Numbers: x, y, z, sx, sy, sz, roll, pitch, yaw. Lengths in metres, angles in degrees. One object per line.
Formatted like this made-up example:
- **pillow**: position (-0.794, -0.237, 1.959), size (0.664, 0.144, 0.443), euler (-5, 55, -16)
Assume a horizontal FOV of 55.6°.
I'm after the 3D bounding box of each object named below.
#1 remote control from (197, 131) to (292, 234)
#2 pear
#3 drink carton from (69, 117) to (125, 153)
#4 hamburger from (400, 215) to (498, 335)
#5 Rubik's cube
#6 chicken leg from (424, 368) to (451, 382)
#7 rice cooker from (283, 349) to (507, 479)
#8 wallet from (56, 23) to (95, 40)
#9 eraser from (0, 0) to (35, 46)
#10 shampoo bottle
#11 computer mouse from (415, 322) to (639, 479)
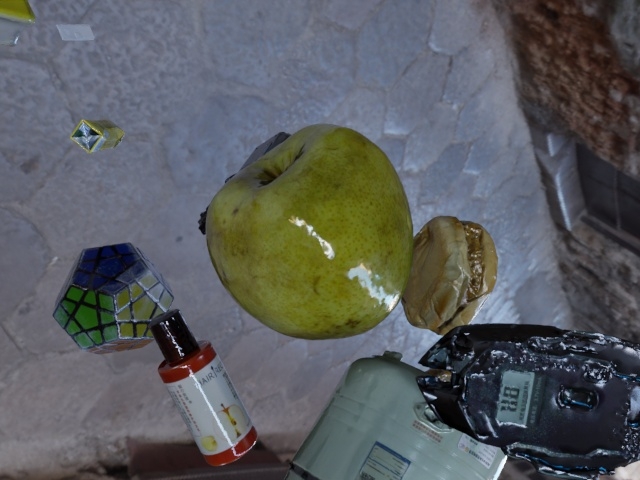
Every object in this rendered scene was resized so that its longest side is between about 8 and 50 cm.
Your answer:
- **remote control**: position (-0.155, -0.137, 1.340), size (0.145, 0.062, 0.398), euler (-28, -160, 27)
- **pear**: position (0.000, 0.000, 0.877), size (0.304, 0.304, 0.303), euler (-33, 146, -26)
- **drink carton**: position (-0.568, -0.276, 1.588), size (0.074, 0.084, 0.200), euler (-52, -175, 14)
- **hamburger**: position (0.219, 0.057, 1.073), size (0.108, 0.213, 0.213), euler (17, 115, -21)
- **Rubik's cube**: position (-0.556, 0.159, 1.642), size (0.319, 0.319, 0.264), euler (-27, 146, -33)
- **chicken leg**: position (0.269, 0.301, 1.298), size (0.208, 0.101, 0.085), euler (-3, 142, -26)
- **rice cooker**: position (0.084, 0.271, 0.695), size (0.244, 0.226, 0.226), euler (-55, 153, -21)
- **wallet**: position (-0.585, -0.498, 1.451), size (0.083, 0.044, 0.011), euler (-23, 174, -47)
- **eraser**: position (-0.468, -0.323, 0.711), size (0.069, 0.158, 0.226), euler (-34, 171, 26)
- **shampoo bottle**: position (-0.213, 0.250, 1.061), size (0.104, 0.104, 0.278), euler (-31, 103, -28)
- **computer mouse**: position (0.210, 0.139, 0.564), size (0.077, 0.242, 0.146), euler (-45, 143, -75)
